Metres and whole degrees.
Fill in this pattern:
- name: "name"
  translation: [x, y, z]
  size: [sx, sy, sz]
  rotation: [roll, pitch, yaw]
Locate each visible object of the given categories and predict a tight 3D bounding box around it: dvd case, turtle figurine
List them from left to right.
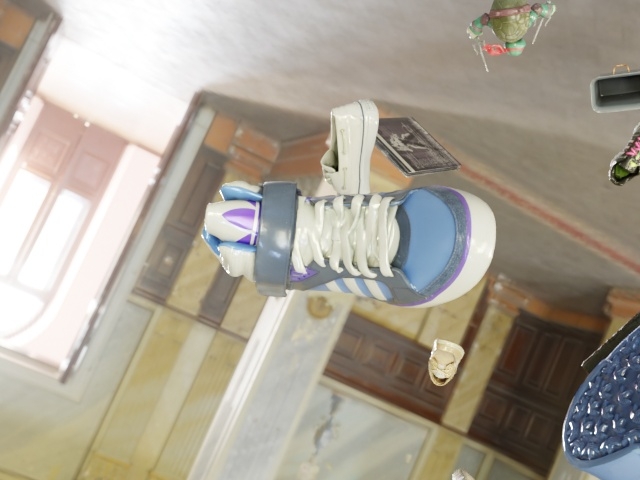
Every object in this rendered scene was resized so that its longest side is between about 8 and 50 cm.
- name: "dvd case"
  translation: [0.185, -0.198, 1.674]
  size: [0.164, 0.018, 0.221]
  rotation: [48, -148, 21]
- name: "turtle figurine"
  translation: [0.377, -0.452, 1.578]
  size: [0.175, 0.234, 0.118]
  rotation: [-5, -162, 8]

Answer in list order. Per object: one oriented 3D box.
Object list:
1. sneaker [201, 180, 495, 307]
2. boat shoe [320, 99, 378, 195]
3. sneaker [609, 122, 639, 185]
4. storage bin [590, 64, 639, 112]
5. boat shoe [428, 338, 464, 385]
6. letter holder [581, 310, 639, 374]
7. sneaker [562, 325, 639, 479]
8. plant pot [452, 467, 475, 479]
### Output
- name: "sneaker"
  translation: [0.000, 0.000, 0.864]
  size: [0.236, 0.130, 0.323]
  rotation: [8, 174, -29]
- name: "boat shoe"
  translation: [0.035, -0.123, 1.267]
  size: [0.076, 0.226, 0.083]
  rotation: [-7, -140, -15]
- name: "sneaker"
  translation: [0.623, -0.168, 1.579]
  size: [0.063, 0.075, 0.170]
  rotation: [31, 139, 3]
- name: "storage bin"
  translation: [0.686, -0.355, 1.826]
  size: [0.135, 0.098, 0.091]
  rotation: [-4, -156, 21]
- name: "boat shoe"
  translation: [0.241, 0.242, 1.565]
  size: [0.063, 0.059, 0.170]
  rotation: [16, 157, 16]
- name: "letter holder"
  translation: [0.498, 0.102, 0.920]
  size: [0.214, 0.302, 0.152]
  rotation: [3, -136, -44]
- name: "sneaker"
  translation: [0.229, 0.061, 0.392]
  size: [0.090, 0.232, 0.081]
  rotation: [35, -149, -14]
- name: "plant pot"
  translation: [0.094, 0.423, 0.681]
  size: [0.334, 0.305, 0.334]
  rotation: [55, -178, -3]
